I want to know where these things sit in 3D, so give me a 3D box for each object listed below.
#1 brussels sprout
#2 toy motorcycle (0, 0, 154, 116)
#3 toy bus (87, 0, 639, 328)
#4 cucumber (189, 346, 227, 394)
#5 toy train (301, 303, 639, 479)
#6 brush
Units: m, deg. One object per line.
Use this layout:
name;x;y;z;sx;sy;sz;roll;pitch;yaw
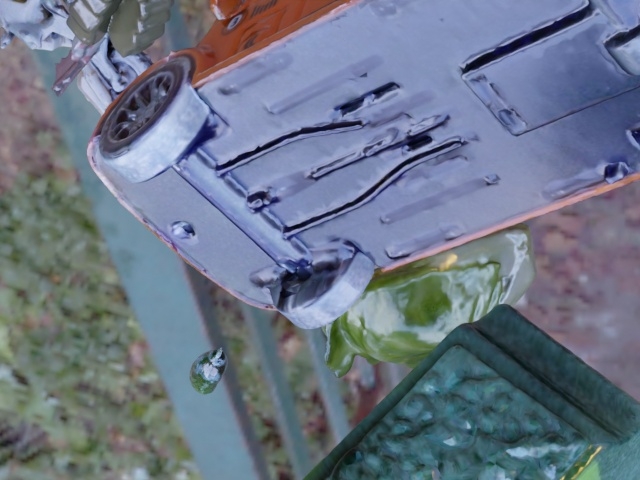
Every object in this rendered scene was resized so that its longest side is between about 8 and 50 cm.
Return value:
brussels sprout;0.087;0.046;1.140;0.181;0.100;0.139;-13;171;21
toy motorcycle;-0.272;-0.220;1.542;0.130;0.094;0.229;-36;97;33
toy bus;0.054;-0.082;0.634;0.329;0.153;0.143;-23;126;39
cucumber;-0.124;0.143;1.589;0.037;0.037;0.155;15;160;-6
toy train;0.090;0.196;0.901;0.167;0.299;0.238;37;164;32
brush;-0.167;-0.169;1.125;0.071;0.084;0.301;18;160;-17
